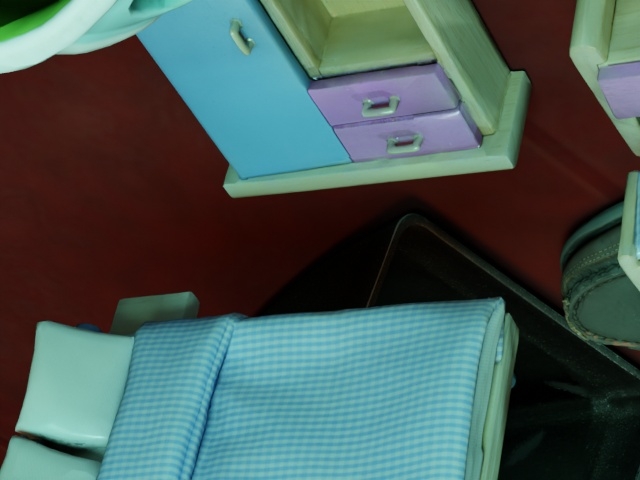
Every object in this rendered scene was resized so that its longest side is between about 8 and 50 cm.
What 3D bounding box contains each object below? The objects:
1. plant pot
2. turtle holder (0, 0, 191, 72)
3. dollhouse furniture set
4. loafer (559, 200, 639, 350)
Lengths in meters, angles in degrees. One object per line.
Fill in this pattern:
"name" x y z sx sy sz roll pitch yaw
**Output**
"plant pot" 0.031 0.120 0.966 0.188 0.187 0.167 34 155 -26
"turtle holder" -0.050 -0.179 0.504 0.320 0.227 0.243 -12 137 35
"dollhouse furniture set" 0.000 0.000 0.677 0.286 0.303 0.198 -6 142 28
"loafer" 0.221 0.022 0.819 0.267 0.084 0.096 -8 140 31
